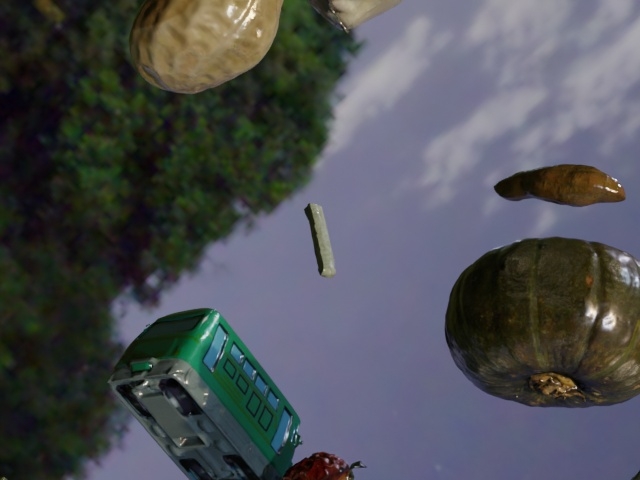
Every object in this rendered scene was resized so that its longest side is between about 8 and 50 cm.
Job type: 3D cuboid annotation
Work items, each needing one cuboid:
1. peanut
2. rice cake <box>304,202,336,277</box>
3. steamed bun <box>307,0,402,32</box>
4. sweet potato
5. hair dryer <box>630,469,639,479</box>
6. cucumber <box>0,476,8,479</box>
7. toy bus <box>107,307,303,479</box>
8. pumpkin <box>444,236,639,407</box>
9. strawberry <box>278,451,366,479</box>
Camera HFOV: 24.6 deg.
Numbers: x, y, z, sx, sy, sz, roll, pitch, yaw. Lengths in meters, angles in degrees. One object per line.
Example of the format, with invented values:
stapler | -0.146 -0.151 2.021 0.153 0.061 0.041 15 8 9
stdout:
peanut | -0.076 -0.265 1.500 0.298 0.136 0.120 -47 167 14
rice cake | 0.000 0.000 1.993 0.021 0.022 0.121 -54 -143 41
steamed bun | -0.011 -0.315 0.962 0.206 0.320 0.275 -42 -129 -7
sweet potato | 0.289 -0.069 1.831 0.182 0.053 0.054 4 -147 40
hair dryer | 0.548 0.267 1.969 0.229 0.092 0.267 6 -134 29
cucumber | -0.449 0.470 2.261 0.145 0.105 0.325 -44 -150 -15
toy bus | -0.181 0.278 2.483 0.183 0.343 0.199 -11 -144 37
pumpkin | 0.231 0.079 1.428 0.224 0.224 0.157 -26 -130 45
strawberry | -0.020 0.410 2.398 0.192 0.140 0.085 -45 -122 -4
